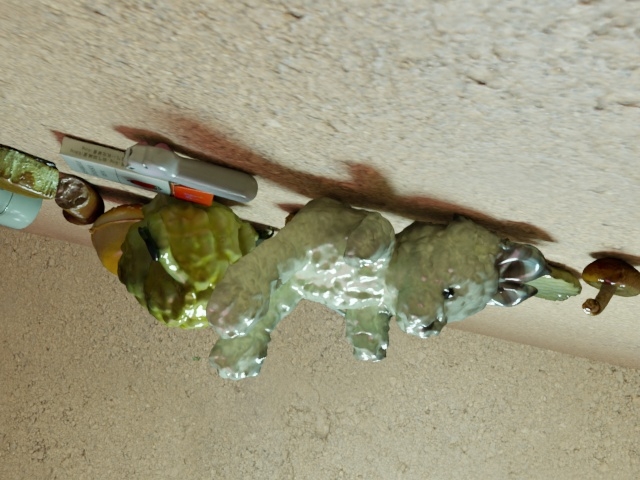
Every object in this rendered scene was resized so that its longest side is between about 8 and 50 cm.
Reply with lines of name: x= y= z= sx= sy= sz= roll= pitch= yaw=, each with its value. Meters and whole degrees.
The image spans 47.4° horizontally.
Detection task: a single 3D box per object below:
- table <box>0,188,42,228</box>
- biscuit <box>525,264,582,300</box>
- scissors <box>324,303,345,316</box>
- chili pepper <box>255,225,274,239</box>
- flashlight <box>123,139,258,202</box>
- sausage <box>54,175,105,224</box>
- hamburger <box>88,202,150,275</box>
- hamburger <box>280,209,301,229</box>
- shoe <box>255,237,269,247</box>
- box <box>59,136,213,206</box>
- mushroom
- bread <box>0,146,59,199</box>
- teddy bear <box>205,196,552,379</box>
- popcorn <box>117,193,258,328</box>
table: x=-0.715 y=-0.109 z=1.541 sx=0.126 sy=0.127 sz=0.220 roll=9 pitch=170 yaw=26
biscuit: x=0.352 y=0.059 z=1.286 sx=0.273 sy=0.036 sz=0.187 roll=18 pitch=171 yaw=-23
scissors: x=-0.063 y=0.103 z=1.841 sx=0.383 sy=0.029 sz=0.256 roll=34 pitch=171 yaw=-18
chili pepper: x=-0.157 y=0.008 z=1.629 sx=0.203 sy=0.072 sz=0.073 roll=-3 pitch=-179 yaw=41
flashlight: x=-0.182 y=-0.100 z=1.056 sx=0.200 sy=0.048 sz=0.093 roll=15 pitch=172 yaw=-27
sausage: x=-0.531 y=-0.080 z=1.619 sx=0.102 sy=0.076 sz=0.302 roll=23 pitch=169 yaw=-10
hamburger: x=-0.399 y=-0.007 z=1.621 sx=0.236 sy=0.148 sz=0.237 roll=-9 pitch=158 yaw=-4
hamburger: x=0.000 y=0.000 z=1.300 sx=0.147 sy=0.083 sz=0.138 roll=25 pitch=170 yaw=-40
shoe: x=-0.194 y=0.051 z=1.547 sx=0.250 sy=0.100 sz=0.103 roll=-3 pitch=136 yaw=3
box: x=-0.293 y=-0.109 z=1.198 sx=0.245 sy=0.035 sz=0.139 roll=16 pitch=171 yaw=-10
mushroom: x=0.418 y=0.064 z=1.059 sx=0.088 sy=0.073 sz=0.129 roll=24 pitch=-148 yaw=30
bread: x=-0.583 y=-0.130 z=1.402 sx=0.127 sy=0.069 sz=0.140 roll=7 pitch=168 yaw=44
teddy bear: x=0.090 y=0.094 z=1.041 sx=0.362 sy=0.375 sz=0.327 roll=29 pitch=145 yaw=17
popcorn: x=-0.246 y=0.028 z=1.360 sx=0.237 sy=0.293 sz=0.293 roll=-26 pitch=-165 yaw=-32
